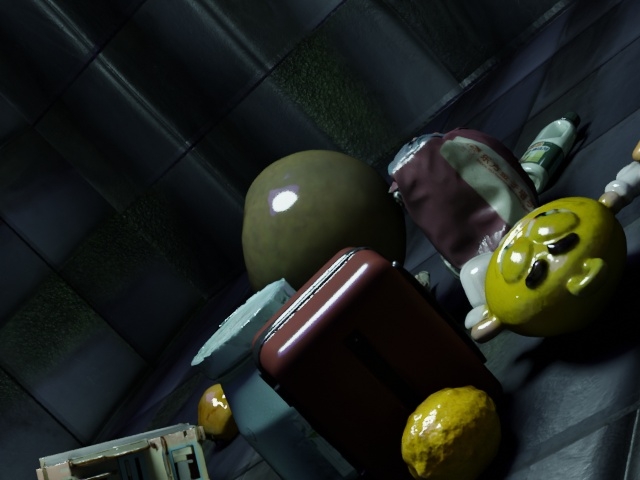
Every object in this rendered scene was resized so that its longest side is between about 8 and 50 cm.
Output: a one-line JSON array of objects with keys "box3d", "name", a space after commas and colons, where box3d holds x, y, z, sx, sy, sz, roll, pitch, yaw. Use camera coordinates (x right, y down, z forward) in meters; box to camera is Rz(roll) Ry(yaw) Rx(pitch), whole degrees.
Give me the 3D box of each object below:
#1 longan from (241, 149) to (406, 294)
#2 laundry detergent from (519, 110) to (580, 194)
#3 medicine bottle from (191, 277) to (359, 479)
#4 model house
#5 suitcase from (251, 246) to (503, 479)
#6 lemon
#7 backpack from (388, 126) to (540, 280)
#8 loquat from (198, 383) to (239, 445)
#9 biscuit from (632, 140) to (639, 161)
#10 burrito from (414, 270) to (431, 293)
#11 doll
[{"box3d": [0.000, 0.000, 1.903, 0.319, 0.319, 0.319, -43, 9, 8], "name": "longan"}, {"box3d": [0.452, -0.178, 2.180, 0.225, 0.070, 0.099, -48, 1, -33], "name": "laundry detergent"}, {"box3d": [-0.037, 0.229, 1.742, 0.245, 0.290, 0.245, -43, 8, 8], "name": "medicine bottle"}, {"box3d": [-0.367, 0.510, 2.159, 0.326, 0.244, 0.169, -12, 4, -15], "name": "model house"}, {"box3d": [0.077, 0.172, 1.475, 0.236, 0.297, 0.161, -46, 17, -6], "name": "suitcase"}, {"box3d": [0.162, 0.239, 1.359, 0.114, 0.114, 0.155, -35, 8, 47], "name": "lemon"}, {"box3d": [0.260, -0.074, 1.900, 0.197, 0.283, 0.317, -40, 0, 22], "name": "backpack"}, {"box3d": [-0.215, 0.385, 2.457, 0.137, 0.113, 0.137, 21, -90, -80], "name": "loquat"}, {"box3d": [0.608, -0.231, 1.823, 0.160, 0.030, 0.249, -34, 13, 51], "name": "biscuit"}, {"box3d": [0.189, 0.108, 2.105, 0.055, 0.041, 0.149, -56, 7, 21], "name": "burrito"}, {"box3d": [0.326, 0.022, 1.527, 0.348, 0.161, 0.423, -46, 1, -31], "name": "doll"}]
